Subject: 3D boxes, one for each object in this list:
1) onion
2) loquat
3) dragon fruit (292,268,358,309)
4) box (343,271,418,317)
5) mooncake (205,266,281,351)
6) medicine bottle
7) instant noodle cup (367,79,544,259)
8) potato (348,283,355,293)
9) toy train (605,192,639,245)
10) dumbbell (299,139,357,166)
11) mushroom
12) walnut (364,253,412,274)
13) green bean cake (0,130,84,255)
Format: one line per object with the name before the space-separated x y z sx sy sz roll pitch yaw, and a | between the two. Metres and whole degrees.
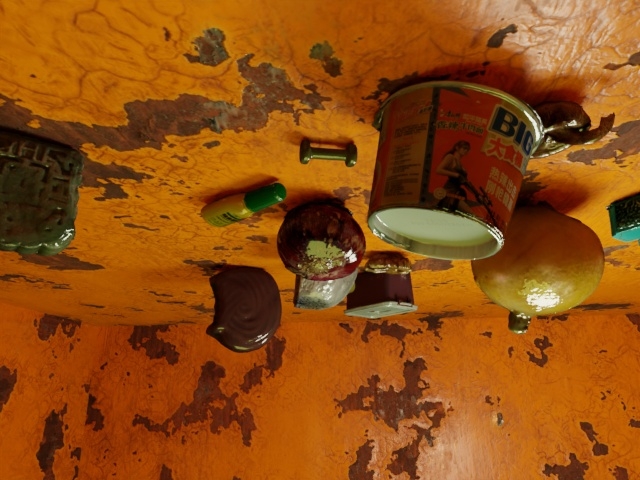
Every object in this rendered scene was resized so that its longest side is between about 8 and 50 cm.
onion | 0.000 0.000 1.287 0.247 0.190 0.246 -2 139 -2
loquat | 0.563 0.075 1.287 0.329 0.359 0.328 15 180 0
dragon fruit | 0.021 0.122 1.618 0.204 0.221 0.283 8 158 -6
box | 0.242 0.219 1.985 0.194 0.167 0.294 12 158 -36
mooncake | -0.305 0.256 1.871 0.334 0.325 0.174 38 154 -9
medicine bottle | -0.191 -0.090 1.202 0.261 0.064 0.095 -16 156 37
instant noodle cup | 0.217 -0.102 0.830 0.297 0.213 0.296 14 162 5
potato | 0.033 0.157 1.825 0.201 0.154 0.137 1 141 0
toy train | 0.871 -0.059 1.246 0.163 0.112 0.203 14 156 -22
dumbbell | 0.016 -0.176 0.974 0.118 0.046 0.052 3 167 -11
mushroom | 0.423 -0.200 0.849 0.171 0.080 0.135 -3 168 30
walnut | 0.248 0.085 1.735 0.170 0.069 0.143 6 162 -13
green bean cake | -0.589 -0.087 0.942 0.223 0.227 0.125 13 160 -34
